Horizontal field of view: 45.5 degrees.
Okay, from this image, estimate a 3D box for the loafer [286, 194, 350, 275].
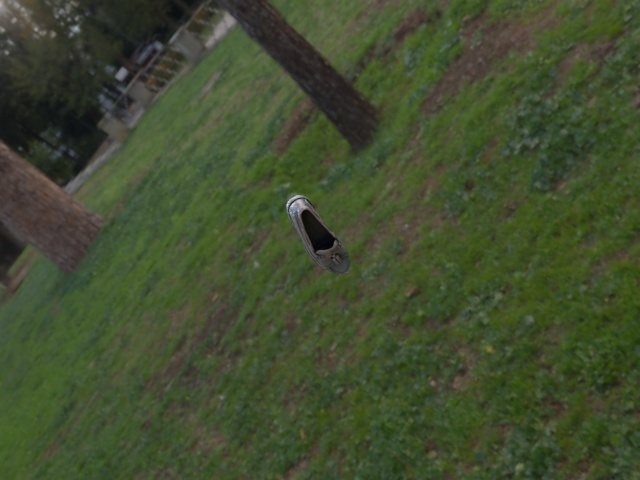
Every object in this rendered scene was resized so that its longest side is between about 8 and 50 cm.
[{"bbox_3d":[0.000,0.000,0.952,0.045,0.125,0.039,-37,27,-3],"label":"loafer"}]
